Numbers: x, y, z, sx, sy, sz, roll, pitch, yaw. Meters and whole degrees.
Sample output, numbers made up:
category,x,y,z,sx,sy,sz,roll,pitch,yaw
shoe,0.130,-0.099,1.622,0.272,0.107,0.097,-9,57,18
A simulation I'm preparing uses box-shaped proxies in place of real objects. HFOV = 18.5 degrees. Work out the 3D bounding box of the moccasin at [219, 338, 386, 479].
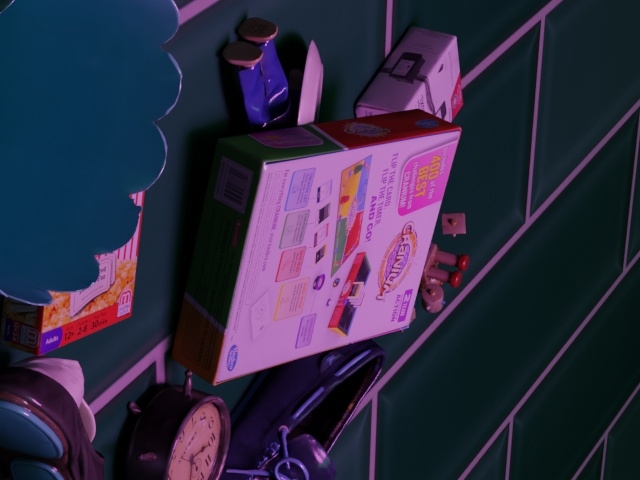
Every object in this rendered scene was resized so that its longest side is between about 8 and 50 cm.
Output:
category,x,y,z,sx,sy,sz,roll,pitch,yaw
moccasin,-0.036,0.225,2.118,0.342,0.117,0.137,-64,154,-24

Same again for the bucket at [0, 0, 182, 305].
category,x,y,z,sx,sy,sz,roll,pitch,yaw
bucket,-0.243,-0.100,1.383,0.281,0.183,0.281,-44,142,-49

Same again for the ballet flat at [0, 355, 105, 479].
category,x,y,z,sx,sy,sz,roll,pitch,yaw
ballet flat,-0.239,0.156,1.676,0.280,0.095,0.096,84,20,-60

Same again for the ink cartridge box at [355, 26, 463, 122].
category,x,y,z,sx,sy,sz,roll,pitch,yaw
ink cartridge box,0.104,-0.156,2.268,0.150,0.063,0.109,-56,150,-37

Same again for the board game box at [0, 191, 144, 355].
category,x,y,z,sx,sy,sz,roll,pitch,yaw
board game box,-0.209,-0.014,1.682,0.147,0.045,0.193,-25,126,-60

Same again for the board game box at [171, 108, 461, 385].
category,x,y,z,sx,sy,sz,roll,pitch,yaw
board game box,0.000,0.000,2.006,0.316,0.064,0.242,-12,123,-49

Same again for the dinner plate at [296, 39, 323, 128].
category,x,y,z,sx,sy,sz,roll,pitch,yaw
dinner plate,-0.011,-0.136,2.023,0.141,0.017,0.141,7,90,-88

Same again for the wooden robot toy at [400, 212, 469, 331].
category,x,y,z,sx,sy,sz,roll,pitch,yaw
wooden robot toy,0.141,0.049,2.474,0.079,0.076,0.173,83,30,-62

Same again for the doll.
category,x,y,z,sx,sy,sz,roll,pitch,yaw
doll,-0.051,-0.131,1.959,0.189,0.046,0.129,80,30,-44

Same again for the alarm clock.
category,x,y,z,sx,sy,sz,roll,pitch,yaw
alarm clock,-0.140,0.220,1.952,0.129,0.064,0.192,-60,150,-30
